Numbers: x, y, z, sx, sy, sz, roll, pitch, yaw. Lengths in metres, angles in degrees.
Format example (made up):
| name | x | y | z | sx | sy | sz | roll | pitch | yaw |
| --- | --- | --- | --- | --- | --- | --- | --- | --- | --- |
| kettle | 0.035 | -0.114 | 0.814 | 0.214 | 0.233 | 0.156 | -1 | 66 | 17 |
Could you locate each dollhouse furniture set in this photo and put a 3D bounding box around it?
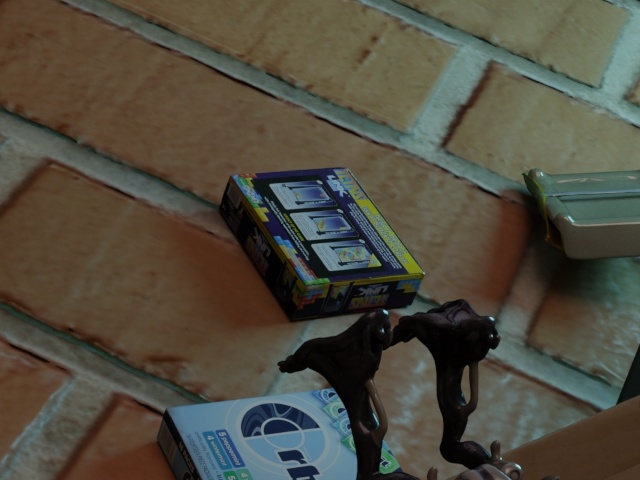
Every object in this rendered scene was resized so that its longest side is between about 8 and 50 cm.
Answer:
| name | x | y | z | sx | sy | sz | roll | pitch | yaw |
| --- | --- | --- | --- | --- | --- | --- | --- | --- | --- |
| dollhouse furniture set | 0.376 | 0.014 | 2.003 | 0.302 | 0.151 | 0.197 | -3 | 18 | -2 |

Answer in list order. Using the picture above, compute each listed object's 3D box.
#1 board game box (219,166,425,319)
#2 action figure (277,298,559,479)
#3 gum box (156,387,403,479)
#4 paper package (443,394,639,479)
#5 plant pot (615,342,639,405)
| name | x | y | z | sx | sy | sz | roll | pitch | yaw |
| --- | --- | --- | --- | --- | --- | --- | --- | --- | --- |
| board game box | 0.000 | 0.000 | 1.855 | 0.141 | 0.048 | 0.170 | -4 | 42 | -32 |
| action figure | 0.084 | 0.174 | 1.068 | 0.164 | 0.141 | 0.275 | -15 | 76 | -28 |
| gum box | -0.024 | 0.199 | 1.593 | 0.184 | 0.041 | 0.157 | -5 | 43 | -29 |
| paper package | 0.141 | 0.294 | 1.269 | 0.309 | 0.324 | 0.168 | -19 | 51 | -23 |
| plant pot | 0.411 | 0.131 | 1.641 | 0.341 | 0.334 | 0.341 | 14 | 37 | -10 |
